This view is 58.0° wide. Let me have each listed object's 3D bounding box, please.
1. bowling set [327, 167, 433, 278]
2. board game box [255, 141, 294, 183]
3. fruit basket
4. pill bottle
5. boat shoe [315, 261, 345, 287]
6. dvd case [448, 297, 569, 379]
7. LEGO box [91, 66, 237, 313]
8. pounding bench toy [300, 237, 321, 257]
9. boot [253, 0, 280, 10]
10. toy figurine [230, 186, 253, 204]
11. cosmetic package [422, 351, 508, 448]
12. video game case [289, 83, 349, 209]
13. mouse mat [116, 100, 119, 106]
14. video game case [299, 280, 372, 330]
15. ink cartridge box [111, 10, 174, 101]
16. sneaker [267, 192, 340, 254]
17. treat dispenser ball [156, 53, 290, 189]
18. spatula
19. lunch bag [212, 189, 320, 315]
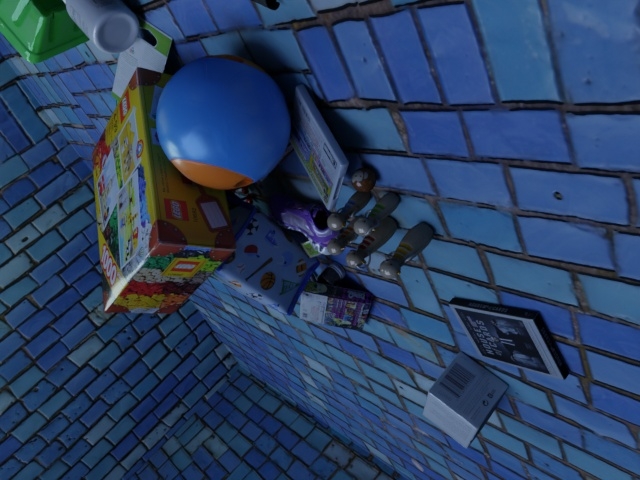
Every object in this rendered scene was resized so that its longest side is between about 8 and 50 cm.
[{"bbox_3d":[0.083,-0.044,1.273,0.287,0.154,0.200,7,136,56],"label":"bowling set"},{"bbox_3d":[-0.196,-0.222,1.473,0.281,0.145,0.027,21,149,46],"label":"board game box"},{"bbox_3d":[-0.901,-0.719,1.765,0.392,0.283,0.392,22,136,23],"label":"fruit basket"},{"bbox_3d":[-0.592,-0.610,1.526,0.229,0.131,0.131,47,159,22],"label":"pill bottle"},{"bbox_3d":[0.017,0.138,1.787,0.080,0.076,0.228,45,157,4],"label":"boat shoe"},{"bbox_3d":[0.414,0.214,1.288,0.239,0.029,0.179,4,132,58],"label":"dvd case"},{"bbox_3d":[-0.419,-0.111,1.472,0.372,0.193,0.500,-41,54,41],"label":"LEGO box"},{"bbox_3d":[0.000,0.000,1.617,0.083,0.065,0.052,-20,115,32],"label":"pounding bench toy"},{"bbox_3d":[-0.142,-0.510,1.020,0.137,0.077,0.198,31,166,22],"label":"boot"},{"bbox_3d":[-0.336,-0.174,1.872,0.362,0.191,0.217,79,169,-49],"label":"toy figurine"},{"bbox_3d":[0.380,0.426,1.537,0.151,0.151,0.183,35,155,25],"label":"cosmetic package"},{"bbox_3d":[-0.009,-0.198,1.257,0.212,0.023,0.193,62,162,19],"label":"video game case"},{"bbox_3d":[-0.602,-0.474,1.836,0.190,0.007,0.152,29,118,39],"label":"mouse mat"},{"bbox_3d":[0.042,0.204,1.775,0.210,0.042,0.232,11,151,4],"label":"video game case"},{"bbox_3d":[-0.468,-0.477,1.612,0.189,0.097,0.255,37,121,22],"label":"ink cartridge box"},{"bbox_3d":[-0.036,-0.066,1.538,0.236,0.095,0.104,34,148,16],"label":"sneaker"},{"bbox_3d":[-0.209,-0.256,1.259,0.288,0.288,0.288,37,156,20],"label":"treat dispenser ball"},{"bbox_3d":[-0.082,0.038,1.851,0.084,0.030,0.296,2,131,56],"label":"spatula"},{"bbox_3d":[-0.246,0.011,1.686,0.385,0.239,0.328,19,162,46],"label":"lunch bag"}]
